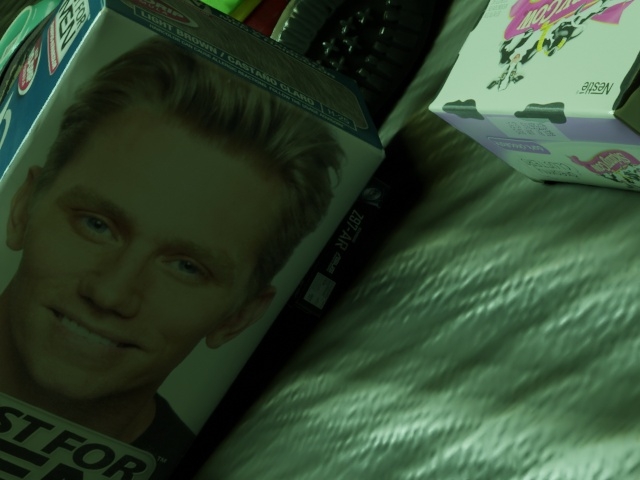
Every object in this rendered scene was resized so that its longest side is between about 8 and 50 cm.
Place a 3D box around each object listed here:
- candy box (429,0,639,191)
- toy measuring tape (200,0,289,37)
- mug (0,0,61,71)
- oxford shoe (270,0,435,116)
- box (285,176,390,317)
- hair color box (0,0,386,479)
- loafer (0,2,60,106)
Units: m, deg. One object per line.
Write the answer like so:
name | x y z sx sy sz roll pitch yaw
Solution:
candy box | 0.151 -0.119 0.727 0.196 0.070 0.165 -60 22 -7
toy measuring tape | -0.108 -0.164 1.292 0.330 0.121 0.121 -31 34 62
mug | -0.246 -0.176 1.610 0.158 0.097 0.129 -57 22 2
oxford shoe | 0.029 -0.144 1.038 0.227 0.083 0.096 -61 3 -8
box | 0.000 0.000 0.961 0.083 0.018 0.067 -61 22 -8
hair color box | -0.133 0.032 0.952 0.347 0.174 0.105 -57 22 19
loafer | -0.200 -0.166 1.479 0.302 0.109 0.095 -61 13 -16
